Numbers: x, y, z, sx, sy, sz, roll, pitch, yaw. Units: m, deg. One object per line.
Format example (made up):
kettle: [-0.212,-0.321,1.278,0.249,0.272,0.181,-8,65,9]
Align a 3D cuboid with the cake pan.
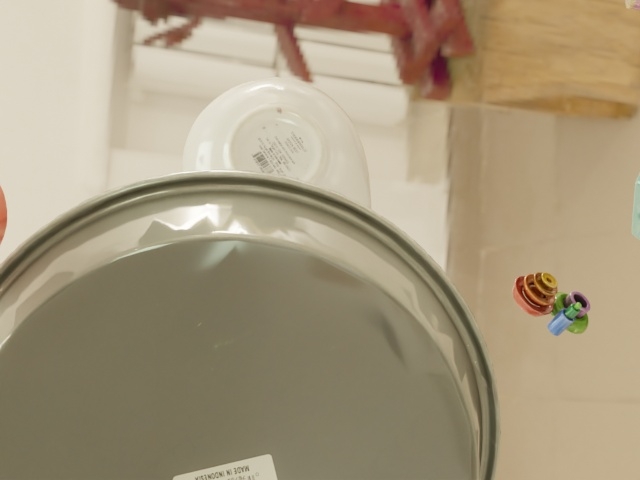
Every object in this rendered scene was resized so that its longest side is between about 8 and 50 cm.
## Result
cake pan: [-0.049,0.112,0.701,0.054,0.293,0.293,-108,29,-73]

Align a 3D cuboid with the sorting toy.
sorting toy: [0.244,0.061,1.419,0.042,0.102,0.061,-49,37,34]

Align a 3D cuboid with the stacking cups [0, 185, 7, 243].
stacking cups: [-0.208,0.007,0.531,0.316,0.096,0.096,-31,-47,-71]

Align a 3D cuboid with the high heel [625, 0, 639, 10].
high heel: [0.366,-0.280,1.377,0.244,0.117,0.082,-71,-3,-54]

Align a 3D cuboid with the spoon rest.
spoon rest: [0.000,0.000,1.039,0.276,0.137,0.084,58,170,16]

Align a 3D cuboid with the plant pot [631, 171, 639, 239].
plant pot: [0.475,-0.080,1.616,0.166,0.234,0.165,36,157,29]
